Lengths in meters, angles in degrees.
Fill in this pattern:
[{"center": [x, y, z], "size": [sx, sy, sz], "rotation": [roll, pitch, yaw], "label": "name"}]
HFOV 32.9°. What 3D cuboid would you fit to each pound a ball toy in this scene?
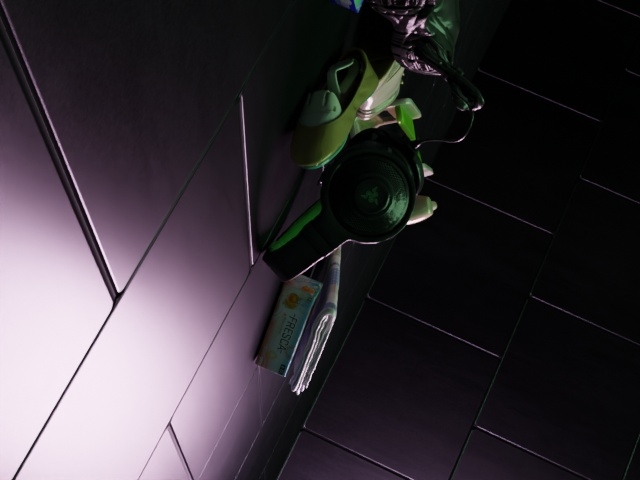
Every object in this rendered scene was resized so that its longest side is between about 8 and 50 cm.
[{"center": [0.122, -0.128, 1.909], "size": [0.319, 0.135, 0.208], "rotation": [-13, 91, -80], "label": "pound a ball toy"}]

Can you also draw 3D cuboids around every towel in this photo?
[{"center": [-0.007, 0.125, 2.036], "size": [0.285, 0.034, 0.209], "rotation": [-84, -166, -56], "label": "towel"}]

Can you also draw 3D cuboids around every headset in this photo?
[{"center": [0.058, -0.103, 1.536], "size": [0.394, 0.185, 0.243], "rotation": [-38, -173, 19], "label": "headset"}]

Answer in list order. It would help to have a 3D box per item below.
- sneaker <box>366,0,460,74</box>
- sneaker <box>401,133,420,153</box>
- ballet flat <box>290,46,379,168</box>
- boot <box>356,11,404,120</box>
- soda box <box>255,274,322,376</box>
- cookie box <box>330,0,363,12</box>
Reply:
[{"center": [0.134, -0.350, 1.490], "size": [0.286, 0.109, 0.130], "rotation": [63, 43, -62], "label": "sneaker"}, {"center": [0.156, -0.134, 2.378], "size": [0.302, 0.108, 0.121], "rotation": [-69, 177, -53], "label": "sneaker"}, {"center": [0.011, -0.183, 1.439], "size": [0.232, 0.080, 0.073], "rotation": [-61, 143, -48], "label": "ballet flat"}, {"center": [0.114, -0.299, 1.679], "size": [0.213, 0.077, 0.165], "rotation": [-58, 170, -14], "label": "boot"}, {"center": [-0.057, 0.149, 1.932], "size": [0.058, 0.063, 0.183], "rotation": [-58, 170, -61], "label": "soda box"}, {"center": [0.045, -0.331, 1.253], "size": [0.092, 0.040, 0.107], "rotation": [43, 70, -81], "label": "cookie box"}]
